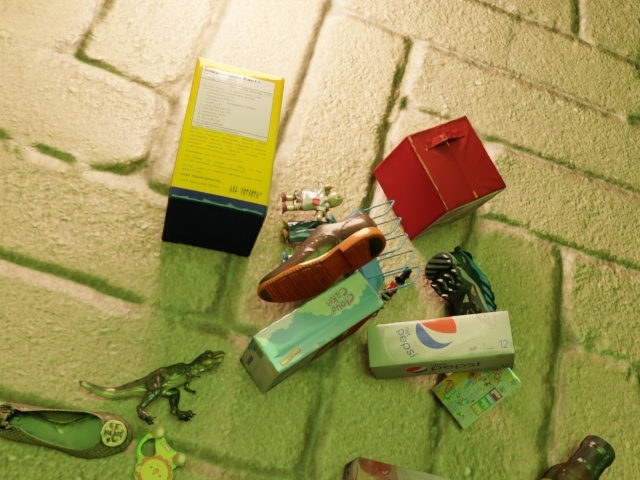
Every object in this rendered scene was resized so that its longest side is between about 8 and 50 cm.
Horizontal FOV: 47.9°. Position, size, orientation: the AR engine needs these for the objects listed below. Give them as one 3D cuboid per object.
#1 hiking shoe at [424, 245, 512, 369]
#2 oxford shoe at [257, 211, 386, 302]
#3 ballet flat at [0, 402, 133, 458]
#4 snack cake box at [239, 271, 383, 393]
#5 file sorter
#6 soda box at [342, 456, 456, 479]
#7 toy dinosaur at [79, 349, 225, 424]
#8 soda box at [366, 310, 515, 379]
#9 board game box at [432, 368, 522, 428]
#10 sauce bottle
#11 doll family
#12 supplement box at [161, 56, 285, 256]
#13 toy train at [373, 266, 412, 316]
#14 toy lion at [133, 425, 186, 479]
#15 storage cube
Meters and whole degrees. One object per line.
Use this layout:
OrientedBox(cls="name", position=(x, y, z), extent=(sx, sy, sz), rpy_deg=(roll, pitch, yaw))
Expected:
OrientedBox(cls="hiking shoe", position=(0.354, 0.152, 1.583), extent=(0.132, 0.113, 0.304), rpy_deg=(-16, 78, -46))
OrientedBox(cls="oxford shoe", position=(-0.007, 0.035, 1.427), extent=(0.271, 0.097, 0.098), rpy_deg=(-26, 48, -1))
OrientedBox(cls="ballet flat", position=(-0.457, 0.329, 1.268), extent=(0.250, 0.058, 0.084), rpy_deg=(13, 61, -10))
OrientedBox(cls="snack cake box", position=(-0.019, 0.181, 1.426), extent=(0.264, 0.152, 0.089), rpy_deg=(-30, 75, -28))
OrientedBox(cls="file sorter", position=(0.131, 0.016, 1.523), extent=(0.170, 0.104, 0.118), rpy_deg=(67, 22, -12))
OrientedBox(cls="soda box", position=(0.174, 0.486, 1.361), extent=(0.263, 0.092, 0.083), rpy_deg=(16, 59, -8))
OrientedBox(cls="toy dinosaur", position=(-0.299, 0.283, 1.341), extent=(0.268, 0.064, 0.118), rpy_deg=(-11, 53, -22))
OrientedBox(cls="soda box", position=(0.242, 0.213, 1.454), extent=(0.286, 0.098, 0.091), rpy_deg=(-7, 62, 11))
OrientedBox(cls="board game box", position=(0.324, 0.302, 1.494), extent=(0.154, 0.026, 0.103), rpy_deg=(-41, 78, 6))
OrientedBox(cls="sauce bottle", position=(0.468, 0.523, 1.422), extent=(0.344, 0.111, 0.111), rpy_deg=(-35, 78, -29))
OrientedBox(cls="doll family", position=(0.000, 0.000, 1.562), extent=(0.163, 0.118, 0.263), rpy_deg=(-2, 54, -2))
OrientedBox(cls="supplement box", position=(-0.205, -0.176, 1.531), extent=(0.194, 0.195, 0.356), rpy_deg=(12, 61, -11))
OrientedBox(cls="toy train", position=(0.153, 0.112, 1.582), extent=(0.027, 0.036, 0.158), rpy_deg=(41, 59, 7))
OrientedBox(cls="toy lion", position=(-0.298, 0.401, 1.299), extent=(0.096, 0.034, 0.100), rpy_deg=(-37, 78, -22))
OrientedBox(cls="storage cube", position=(0.269, -0.140, 1.655), extent=(0.184, 0.215, 0.193), rpy_deg=(-22, 78, -26))
